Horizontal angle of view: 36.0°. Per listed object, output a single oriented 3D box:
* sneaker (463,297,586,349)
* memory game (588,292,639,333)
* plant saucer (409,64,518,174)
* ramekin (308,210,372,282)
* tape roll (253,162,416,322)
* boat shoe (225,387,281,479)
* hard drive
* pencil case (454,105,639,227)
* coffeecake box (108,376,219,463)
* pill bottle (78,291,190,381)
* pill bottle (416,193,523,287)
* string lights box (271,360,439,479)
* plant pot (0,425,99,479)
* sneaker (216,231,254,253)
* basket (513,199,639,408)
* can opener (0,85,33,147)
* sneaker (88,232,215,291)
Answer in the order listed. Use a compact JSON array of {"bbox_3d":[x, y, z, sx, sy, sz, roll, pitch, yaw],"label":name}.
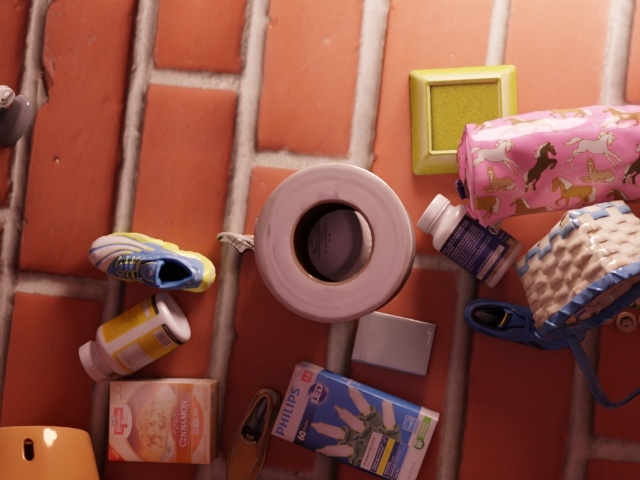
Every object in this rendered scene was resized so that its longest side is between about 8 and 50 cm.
[{"bbox_3d":[0.347,0.145,1.673,0.209,0.082,0.069,11,88,7],"label":"sneaker"},{"bbox_3d":[0.535,0.068,1.683,0.186,0.012,0.186,0,88,8],"label":"memory game"},{"bbox_3d":[0.250,-0.213,1.716,0.188,0.045,0.188,-2,88,8],"label":"plant saucer"},{"bbox_3d":[0.000,0.000,1.712,0.207,0.109,0.207,0,88,8],"label":"ramekin"},{"bbox_3d":[0.028,0.006,1.568,0.246,0.169,0.246,0,88,7],"label":"tape roll"},{"bbox_3d":[-0.126,0.352,1.734,0.068,0.072,0.190,16,91,8],"label":"boat shoe"},{"bbox_3d":[0.129,0.179,1.731,0.135,0.022,0.094,11,89,8],"label":"hard drive"},{"bbox_3d":[0.418,-0.127,1.613,0.386,0.167,0.160,-8,49,0],"label":"pencil case"},{"bbox_3d":[-0.279,0.319,1.759,0.185,0.068,0.142,0,89,8],"label":"coffeecake box"},{"bbox_3d":[-0.333,0.176,1.754,0.184,0.103,0.103,-30,84,6],"label":"pill bottle"},{"bbox_3d":[0.252,-0.003,1.684,0.169,0.094,0.094,36,93,7],"label":"pill bottle"},{"bbox_3d":[0.061,0.317,1.708,0.260,0.077,0.133,20,92,8],"label":"string lights box"},{"bbox_3d":[-0.503,0.434,1.696,0.291,0.291,0.203,-6,71,8],"label":"plant pot"},{"bbox_3d":[-0.147,0.006,1.770,0.083,0.032,0.037,7,89,9],"label":"sneaker"},{"bbox_3d":[0.460,0.097,1.552,0.201,0.255,0.289,-8,66,-31],"label":"basket"},{"bbox_3d":[-0.639,-0.159,1.823,0.095,0.076,0.283,35,94,8],"label":"can opener"},{"bbox_3d":[-0.310,0.036,1.744,0.240,0.126,0.091,9,89,8],"label":"sneaker"}]
